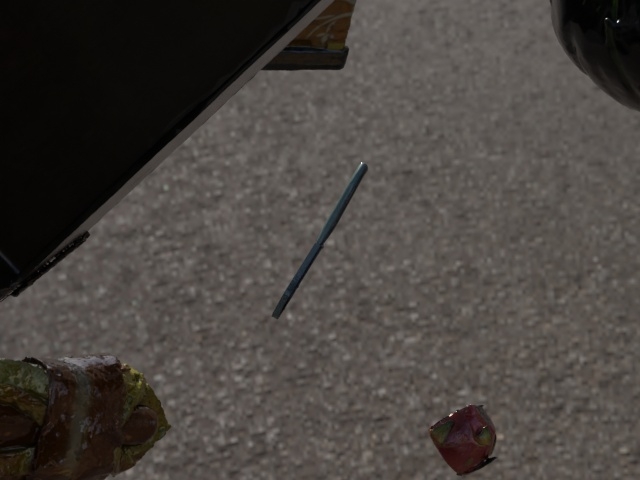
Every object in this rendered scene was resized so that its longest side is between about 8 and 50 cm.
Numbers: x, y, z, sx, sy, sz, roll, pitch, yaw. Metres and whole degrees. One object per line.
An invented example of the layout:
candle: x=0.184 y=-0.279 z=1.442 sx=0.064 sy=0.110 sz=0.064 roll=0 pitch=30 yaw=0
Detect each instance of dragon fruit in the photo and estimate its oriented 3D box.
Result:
dragon fruit: x=0.154 y=0.205 z=1.288 sx=0.056 sy=0.060 sz=0.083 roll=-32 pitch=-22 yaw=16

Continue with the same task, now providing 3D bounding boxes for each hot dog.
hot dog: x=-0.221 y=0.162 z=1.100 sx=0.261 sy=0.123 sz=0.093 roll=3 pitch=12 yaw=-46

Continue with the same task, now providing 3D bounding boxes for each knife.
knife: x=0.001 y=0.000 z=1.468 sx=0.015 sy=0.210 sz=0.028 roll=31 pitch=-8 yaw=-5

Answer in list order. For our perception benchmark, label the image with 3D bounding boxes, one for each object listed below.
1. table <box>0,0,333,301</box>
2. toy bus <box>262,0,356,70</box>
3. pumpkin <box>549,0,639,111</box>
table: x=-0.117 y=-0.098 z=0.396 sx=0.250 sy=0.196 sz=0.282 roll=-39 pitch=6 yaw=22
toy bus: x=-0.065 y=-0.330 z=1.210 sx=0.162 sy=0.194 sz=0.323 roll=-2 pitch=50 yaw=-16
pumpkin: x=0.347 y=-0.232 z=1.068 sx=0.296 sy=0.296 sz=0.296 roll=-8 pitch=25 yaw=4
